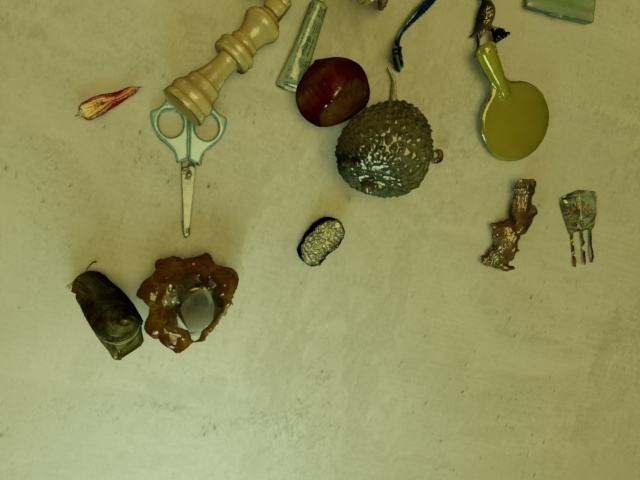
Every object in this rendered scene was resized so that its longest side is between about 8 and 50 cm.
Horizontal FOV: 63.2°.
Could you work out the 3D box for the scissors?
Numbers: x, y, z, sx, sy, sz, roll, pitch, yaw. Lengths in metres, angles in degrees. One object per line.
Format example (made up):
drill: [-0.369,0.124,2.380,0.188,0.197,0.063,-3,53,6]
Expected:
scissors: [-0.342,-0.185,1.341,0.191,0.029,0.361,1,96,-15]

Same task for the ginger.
ginger: [0.579,-0.048,1.571,0.122,0.084,0.290,23,96,6]

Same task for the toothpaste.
toothpaste: [-0.038,-0.521,1.365,0.069,0.047,0.269,17,96,-34]

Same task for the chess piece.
chess piece: [-0.210,-0.464,1.290,0.117,0.117,0.397,44,79,-15]

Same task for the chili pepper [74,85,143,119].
chili pepper: [-0.520,-0.344,1.279,0.178,0.027,0.045,-30,107,-8]

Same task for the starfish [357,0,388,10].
starfish: [0.128,-0.718,1.261,0.112,0.303,0.312,4,121,11]

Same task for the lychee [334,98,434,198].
lychee: [0.165,-0.238,1.354,0.255,0.255,0.275,23,70,-15]

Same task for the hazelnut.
hazelnut: [0.040,-0.389,1.358,0.201,0.160,0.170,-30,122,-46]

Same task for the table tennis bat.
table tennis bat: [0.537,-0.400,1.506,0.224,0.054,0.369,-36,114,-4]

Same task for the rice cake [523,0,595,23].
rice cake: [0.707,-0.714,1.524,0.236,0.043,0.127,5,97,-14]

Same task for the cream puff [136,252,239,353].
cream puff: [-0.332,0.146,1.325,0.268,0.155,0.241,-24,101,-8]

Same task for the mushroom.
mushroom: [0.249,-0.340,1.466,0.068,0.043,0.306,-43,104,-23]

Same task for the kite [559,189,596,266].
kite: [0.831,-0.040,1.658,0.141,0.015,0.245,-10,99,-10]

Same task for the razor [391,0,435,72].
razor: [0.277,-0.625,1.428,0.056,0.093,0.324,31,85,20]

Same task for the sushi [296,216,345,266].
sushi: [0.000,0.000,1.426,0.090,0.078,0.150,41,88,-9]

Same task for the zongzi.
zongzi: [-0.507,0.134,1.220,0.111,0.241,0.248,-31,74,-32]

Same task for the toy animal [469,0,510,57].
toy animal: [0.469,-0.629,1.466,0.105,0.070,0.203,-9,104,7]
